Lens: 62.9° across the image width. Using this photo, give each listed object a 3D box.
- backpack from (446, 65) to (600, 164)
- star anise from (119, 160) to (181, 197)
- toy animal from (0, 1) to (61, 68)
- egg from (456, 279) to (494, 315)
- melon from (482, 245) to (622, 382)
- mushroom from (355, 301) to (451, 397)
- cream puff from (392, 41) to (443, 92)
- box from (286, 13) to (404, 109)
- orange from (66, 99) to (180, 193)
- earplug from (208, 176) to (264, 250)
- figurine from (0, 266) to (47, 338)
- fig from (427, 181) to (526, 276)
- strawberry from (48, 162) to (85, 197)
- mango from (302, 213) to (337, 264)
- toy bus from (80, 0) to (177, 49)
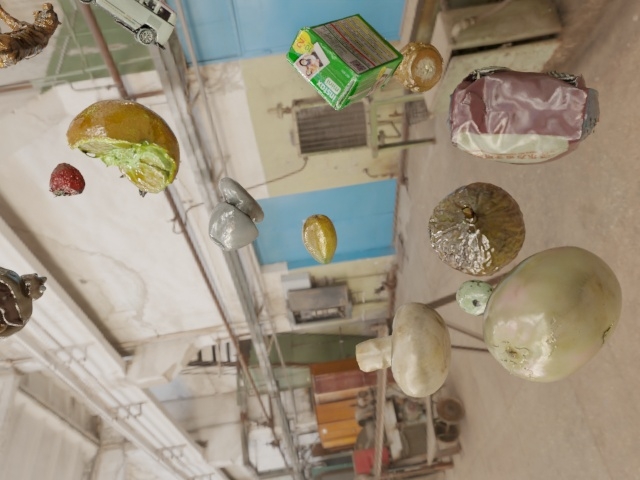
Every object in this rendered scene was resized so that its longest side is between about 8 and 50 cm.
[{"bbox_3d":[0.440,-0.260,1.122,0.317,0.283,0.197,-8,-72,-61],"label":"backpack"},{"bbox_3d":[-0.543,-0.237,1.671,0.061,0.180,0.205,12,96,60],"label":"star anise"},{"bbox_3d":[-0.592,-0.366,0.984,0.255,0.116,0.114,-87,4,-54],"label":"toy animal"},{"bbox_3d":[0.374,0.136,1.241,0.110,0.085,0.085,10,114,47],"label":"egg"},{"bbox_3d":[0.457,0.143,1.039,0.223,0.317,0.223,35,145,29],"label":"melon"},{"bbox_3d":[0.202,0.250,1.186,0.209,0.206,0.206,-31,61,44],"label":"mushroom"},{"bbox_3d":[0.260,-0.474,1.429,0.103,0.143,0.126,38,114,50],"label":"cream puff"},{"bbox_3d":[0.059,-0.410,1.179,0.180,0.250,0.103,46,135,6],"label":"box"},{"bbox_3d":[-0.403,-0.212,1.118,0.237,0.179,0.159,30,-107,-43],"label":"orange"},{"bbox_3d":[-0.306,-0.099,1.890,0.214,0.175,0.326,48,-155,-30],"label":"earplug"},{"bbox_3d":[-0.910,0.221,1.376,0.203,0.248,0.381,101,-176,-53],"label":"figurine"},{"bbox_3d":[0.431,-0.045,1.517,0.368,0.286,0.286,16,-119,-60],"label":"fig"},{"bbox_3d":[-0.727,-0.175,1.503,0.106,0.106,0.106,171,90,-88],"label":"strawberry"},{"bbox_3d":[0.000,0.000,1.649,0.130,0.092,0.195,27,147,38],"label":"mango"},{"bbox_3d":[-0.346,-0.420,0.917,0.089,0.194,0.087,-56,31,7],"label":"toy bus"}]
